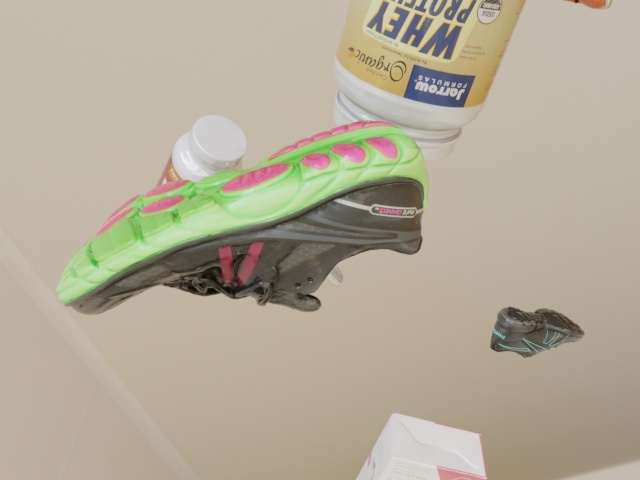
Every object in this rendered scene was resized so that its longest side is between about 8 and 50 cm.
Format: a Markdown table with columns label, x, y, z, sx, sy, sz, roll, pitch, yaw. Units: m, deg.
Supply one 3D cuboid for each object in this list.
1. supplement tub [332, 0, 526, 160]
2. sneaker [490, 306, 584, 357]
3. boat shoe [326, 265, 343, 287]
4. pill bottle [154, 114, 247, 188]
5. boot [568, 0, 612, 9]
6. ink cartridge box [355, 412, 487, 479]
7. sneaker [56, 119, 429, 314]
| label | x | y | z | sx | sy | sz | roll | pitch | yaw |
| --- | --- | --- | --- | --- | --- | --- | --- | --- | --- |
| supplement tub | 0.146 | -0.293 | 0.900 | 0.228 | 0.228 | 0.316 | -92 | 15 | -55 |
| sneaker | 0.520 | 0.225 | 1.587 | 0.101 | 0.267 | 0.106 | -123 | 47 | -56 |
| boat shoe | 0.000 | -0.001 | 1.406 | 0.228 | 0.081 | 0.079 | 56 | 179 | -20 |
| pill bottle | -0.206 | -0.111 | 1.116 | 0.121 | 0.216 | 0.121 | 15 | -127 | -22 |
| boot | 0.384 | -0.392 | 1.016 | 0.158 | 0.084 | 0.059 | -115 | 10 | -51 |
| ink cartridge box | 0.110 | 0.309 | 0.809 | 0.067 | 0.115 | 0.198 | -83 | 9 | -53 |
| sneaker | -0.096 | 0.017 | 0.793 | 0.185 | 0.482 | 0.202 | -87 | -22 | -64 |
